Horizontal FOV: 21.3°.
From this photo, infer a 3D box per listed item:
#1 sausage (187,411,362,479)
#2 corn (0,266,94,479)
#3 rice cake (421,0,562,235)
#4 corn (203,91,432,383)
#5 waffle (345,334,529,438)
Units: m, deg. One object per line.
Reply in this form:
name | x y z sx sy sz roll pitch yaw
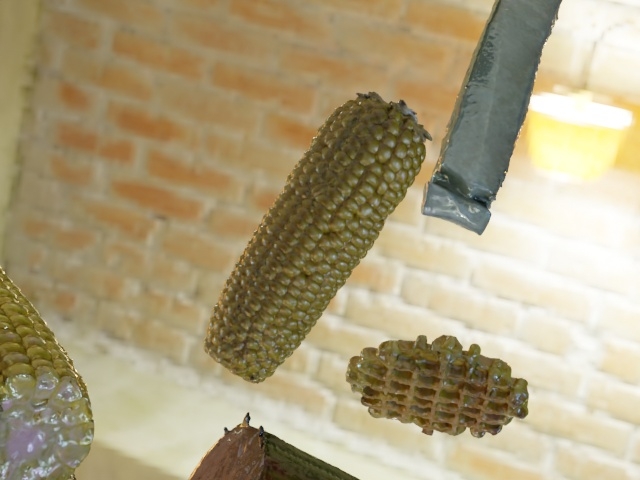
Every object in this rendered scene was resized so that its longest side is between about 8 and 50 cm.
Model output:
sausage | 0.030 0.259 1.440 0.317 0.125 0.117 29 178 -30
corn | -0.248 0.058 1.071 0.122 0.123 0.305 21 -165 -45
rice cake | 0.160 -0.135 1.543 0.066 0.063 0.336 21 -132 2
corn | -0.004 -0.003 1.384 0.091 0.260 0.091 32 173 -5
waffle | 0.118 0.149 1.725 0.191 0.038 0.191 10 150 6
